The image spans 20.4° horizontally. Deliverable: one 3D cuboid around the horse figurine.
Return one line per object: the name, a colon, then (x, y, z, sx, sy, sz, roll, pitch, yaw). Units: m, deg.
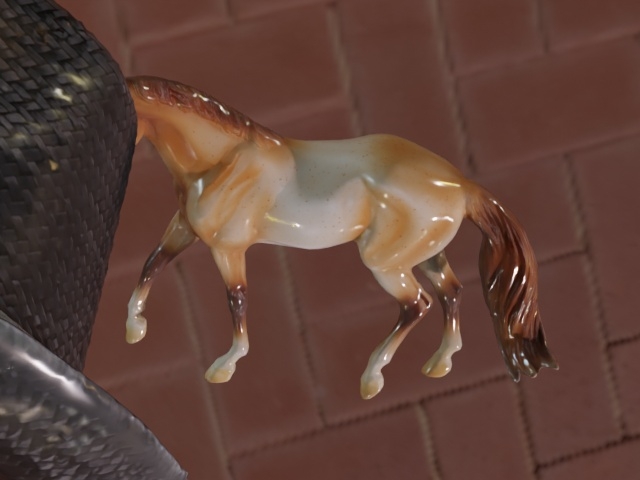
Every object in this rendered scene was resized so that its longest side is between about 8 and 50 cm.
horse figurine: (0.000, 0.000, 0.928, 0.263, 0.066, 0.174, 8, 120, -1)

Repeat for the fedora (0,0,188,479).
fedora: (-0.176, -0.025, 0.514, 0.334, 0.334, 0.152, 26, 66, -16)
